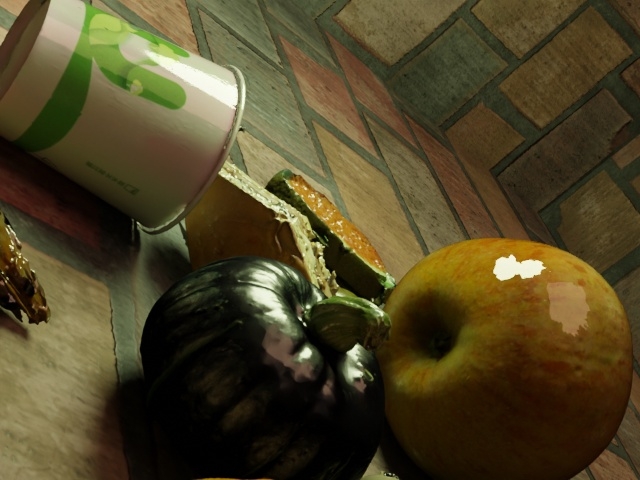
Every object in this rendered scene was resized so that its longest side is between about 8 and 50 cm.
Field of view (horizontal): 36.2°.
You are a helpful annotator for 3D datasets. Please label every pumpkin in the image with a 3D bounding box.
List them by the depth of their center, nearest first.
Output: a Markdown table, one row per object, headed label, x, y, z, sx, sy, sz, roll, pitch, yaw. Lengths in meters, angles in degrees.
| label | x | y | z | sx | sy | sz | roll | pitch | yaw |
| --- | --- | --- | --- | --- | --- | --- | --- | --- | --- |
| pumpkin | -0.042 | 0.132 | 1.069 | 0.296 | 0.296 | 0.296 | 42 | 20 | -20 |

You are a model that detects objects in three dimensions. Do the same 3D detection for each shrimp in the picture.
| label | x | y | z | sx | sy | sz | roll | pitch | yaw |
| --- | --- | --- | --- | --- | --- | --- | --- | --- | --- |
| shrimp | -0.368 | -0.034 | 1.004 | 0.287 | 0.063 | 0.152 | 57 | -9 | -11 |

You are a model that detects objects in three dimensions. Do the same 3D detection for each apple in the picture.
| label | x | y | z | sx | sy | sz | roll | pitch | yaw |
| --- | --- | --- | --- | --- | --- | --- | --- | --- | --- |
| apple | 0.255 | 0.186 | 1.472 | 0.334 | 0.400 | 0.400 | 12 | 34 | -21 |

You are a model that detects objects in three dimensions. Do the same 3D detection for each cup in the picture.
| label | x | y | z | sx | sy | sz | roll | pitch | yaw |
| --- | --- | --- | --- | --- | --- | --- | --- | --- | --- |
| cup | -0.269 | -0.171 | 1.234 | 0.274 | 0.253 | 0.253 | 28 | 27 | -29 |

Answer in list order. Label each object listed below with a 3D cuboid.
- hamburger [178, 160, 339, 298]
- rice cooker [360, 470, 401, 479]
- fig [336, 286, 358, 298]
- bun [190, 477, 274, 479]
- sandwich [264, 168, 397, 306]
| label | x | y | z | sx | sy | sz | roll | pitch | yaw |
| --- | --- | --- | --- | --- | --- | --- | --- | --- | --- |
| hamburger | -0.081 | 0.029 | 1.311 | 0.282 | 0.245 | 0.155 | 22 | 0 | 11 |
| rice cooker | 0.078 | 0.354 | 1.108 | 0.206 | 0.145 | 0.127 | 53 | 10 | -21 |
| fig | -0.016 | 0.108 | 1.472 | 0.124 | 0.124 | 0.236 | 37 | -1 | -31 |
| bun | -0.027 | 0.290 | 0.786 | 0.299 | 0.164 | 0.299 | 33 | -14 | 9 |
| sandwich | -0.005 | -0.002 | 1.664 | 0.292 | 0.109 | 0.212 | 40 | 14 | -31 |
